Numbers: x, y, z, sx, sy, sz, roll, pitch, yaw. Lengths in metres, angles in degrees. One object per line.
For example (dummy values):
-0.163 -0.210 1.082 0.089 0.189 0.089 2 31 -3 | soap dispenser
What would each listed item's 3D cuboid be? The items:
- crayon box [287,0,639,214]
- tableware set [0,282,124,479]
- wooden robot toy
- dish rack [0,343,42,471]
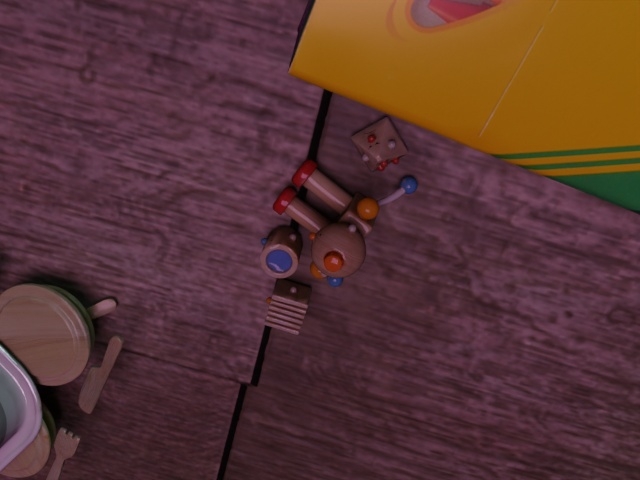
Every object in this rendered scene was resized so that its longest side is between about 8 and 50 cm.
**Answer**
0.195 -0.192 0.305 0.313 0.106 0.363 19 119 -11 | crayon box
-0.239 0.113 0.568 0.128 0.039 0.194 30 113 3 | tableware set
0.000 0.000 0.459 0.076 0.079 0.173 32 115 -9 | wooden robot toy
-0.418 0.142 0.564 0.333 0.072 0.285 -41 94 22 | dish rack
